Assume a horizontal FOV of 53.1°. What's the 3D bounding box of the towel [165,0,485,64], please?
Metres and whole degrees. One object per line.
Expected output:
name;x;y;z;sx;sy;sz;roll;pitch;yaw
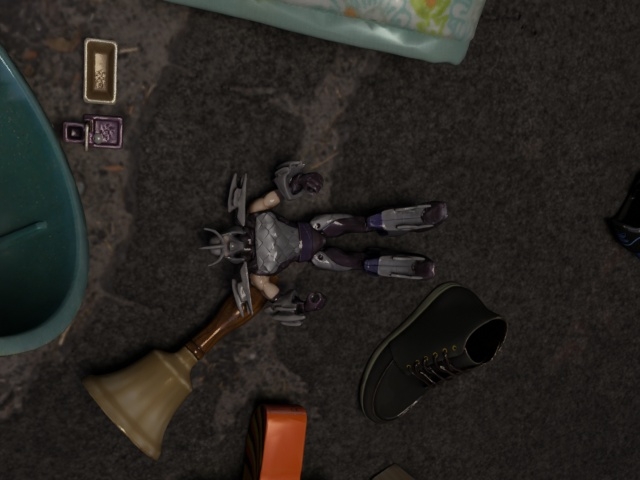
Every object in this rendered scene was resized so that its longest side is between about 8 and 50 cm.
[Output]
towel;0.009;-0.356;0.585;0.374;0.090;0.321;11;121;-9

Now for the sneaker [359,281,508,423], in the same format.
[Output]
sneaker;0.139;0.161;0.829;0.083;0.118;0.222;34;92;-23

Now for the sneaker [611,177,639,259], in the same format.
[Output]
sneaker;0.506;-0.081;0.901;0.090;0.081;0.232;34;94;-30

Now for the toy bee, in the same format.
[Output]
toy bee;-0.084;0.356;0.812;0.195;0.162;0.298;29;70;-14

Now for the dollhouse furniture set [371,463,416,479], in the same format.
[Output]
dollhouse furniture set;0.069;0.495;0.808;0.303;0.286;0.198;-29;112;-21

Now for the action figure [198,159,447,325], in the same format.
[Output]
action figure;0.000;0.000;0.748;0.284;0.099;0.185;-2;98;-20

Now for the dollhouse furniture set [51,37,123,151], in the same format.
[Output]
dollhouse furniture set;-0.243;-0.145;0.641;0.091;0.081;0.114;2;104;-18

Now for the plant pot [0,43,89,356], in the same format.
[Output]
plant pot;-0.403;-0.017;0.430;0.334;0.341;0.341;-24;111;6

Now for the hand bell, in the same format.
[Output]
hand bell;-0.142;0.122;0.754;0.242;0.126;0.126;-43;114;-17
